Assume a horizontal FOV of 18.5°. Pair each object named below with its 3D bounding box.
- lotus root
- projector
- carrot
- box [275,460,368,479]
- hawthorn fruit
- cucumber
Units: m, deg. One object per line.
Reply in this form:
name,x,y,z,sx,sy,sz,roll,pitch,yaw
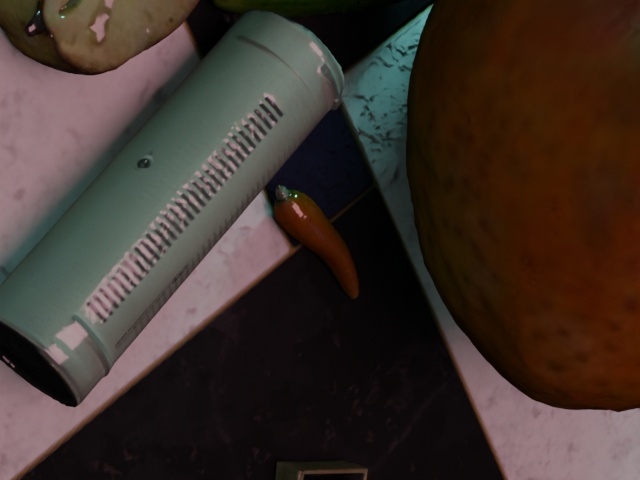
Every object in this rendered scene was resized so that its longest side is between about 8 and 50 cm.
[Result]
lotus root,-0.149,-0.245,1.476,0.170,0.074,0.261,29,78,-39
projector,-0.120,-0.029,1.514,0.337,0.108,0.108,-51,124,-21
carrot,0.000,0.000,1.666,0.035,0.035,0.142,-55,130,-18
box,-0.001,0.232,1.701,0.083,0.035,0.079,3,96,-39
hawthorn fruit,0.284,-0.077,1.653,0.471,0.472,0.472,-8,102,-38
cucumber,0.020,-0.215,1.630,0.250,0.056,0.056,-14,107,-36
